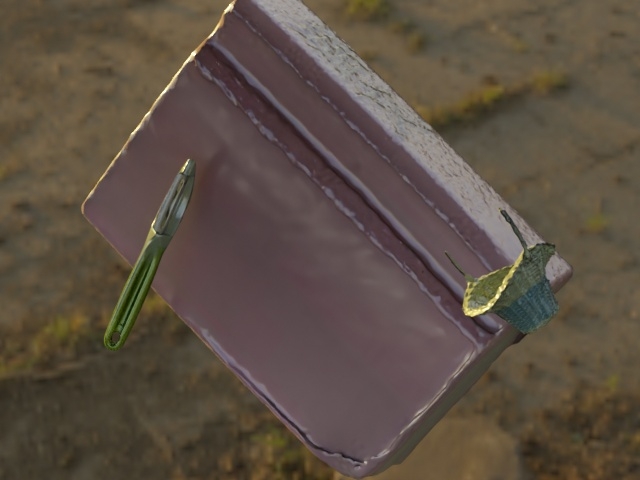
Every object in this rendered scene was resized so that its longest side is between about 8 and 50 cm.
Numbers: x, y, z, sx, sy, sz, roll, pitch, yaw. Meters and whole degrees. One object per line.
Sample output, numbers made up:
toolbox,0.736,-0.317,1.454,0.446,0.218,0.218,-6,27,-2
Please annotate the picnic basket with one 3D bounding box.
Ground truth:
picnic basket,0.126,0.025,1.217,0.083,0.065,0.083,53,48,-2

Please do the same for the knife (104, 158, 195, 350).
knife,-0.143,0.012,1.501,0.022,0.184,0.026,28,13,13

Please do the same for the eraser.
eraser,0.000,0.000,1.528,0.359,0.272,0.122,47,28,11
